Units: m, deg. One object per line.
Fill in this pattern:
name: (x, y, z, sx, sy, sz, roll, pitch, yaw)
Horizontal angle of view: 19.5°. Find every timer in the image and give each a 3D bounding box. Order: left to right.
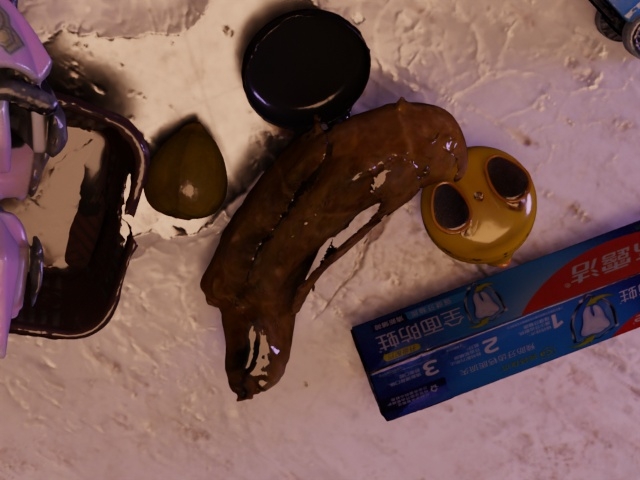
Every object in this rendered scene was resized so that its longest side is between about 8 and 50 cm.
timer: (0.143, -0.029, 1.668, 0.107, 0.109, 0.107, -1, 78, 4)

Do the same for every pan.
pan: (0.013, -0.116, 1.640, 0.115, 0.040, 0.212, -32, 121, 8)

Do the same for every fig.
fig: (-0.115, -0.060, 1.623, 0.074, 0.074, 0.088, 11, 74, -11)

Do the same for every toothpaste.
toothpaste: (0.191, 0.068, 1.692, 0.320, 0.066, 0.076, -21, 136, -2)

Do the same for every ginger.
ginger: (-0.008, -0.011, 1.619, 0.133, 0.107, 0.309, 38, 111, -17)

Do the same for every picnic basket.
picnic basket: (-0.301, -0.047, 1.570, 0.297, 0.129, 0.222, 13, 103, -12)

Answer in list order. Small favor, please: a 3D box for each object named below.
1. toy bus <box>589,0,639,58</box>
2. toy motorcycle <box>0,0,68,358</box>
toy bus: (0.259, -0.260, 1.592, 0.133, 0.116, 0.234, -43, 108, 8)
toy motorcycle: (-0.264, -0.064, 1.408, 0.143, 0.188, 0.327, 0, 102, -15)
